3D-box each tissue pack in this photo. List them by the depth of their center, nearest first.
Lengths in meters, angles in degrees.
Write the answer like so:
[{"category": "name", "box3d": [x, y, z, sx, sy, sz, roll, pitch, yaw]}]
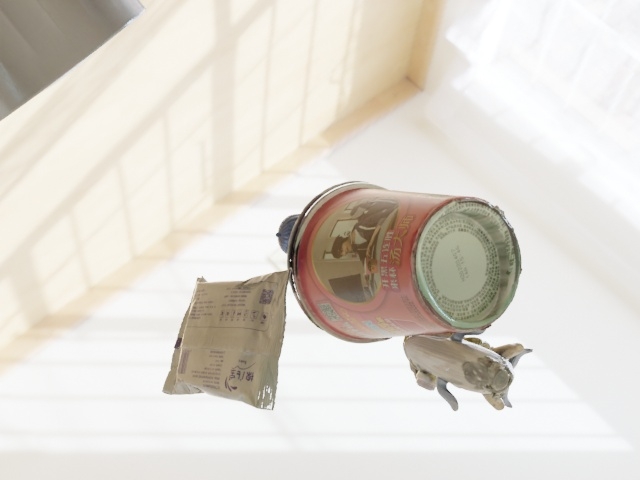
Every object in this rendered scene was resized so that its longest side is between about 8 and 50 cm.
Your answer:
[{"category": "tissue pack", "box3d": [-0.088, 0.088, 0.848, 0.026, 0.193, 0.122, 22, 74, -32]}]

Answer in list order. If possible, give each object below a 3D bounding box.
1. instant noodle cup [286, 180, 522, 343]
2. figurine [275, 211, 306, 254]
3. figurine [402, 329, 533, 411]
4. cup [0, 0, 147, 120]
[{"category": "instant noodle cup", "box3d": [0.116, 0.031, 1.192, 0.244, 0.244, 0.255, -36, -164, -24]}, {"category": "figurine", "box3d": [-0.003, 0.008, 1.427, 0.079, 0.136, 0.077, -58, 177, -30]}, {"category": "figurine", "box3d": [0.212, 0.178, 1.349, 0.209, 0.184, 0.128, 20, 91, -26]}, {"category": "cup", "box3d": [-0.423, -0.304, 1.050, 0.323, 0.327, 0.237, -36, -161, 4]}]
